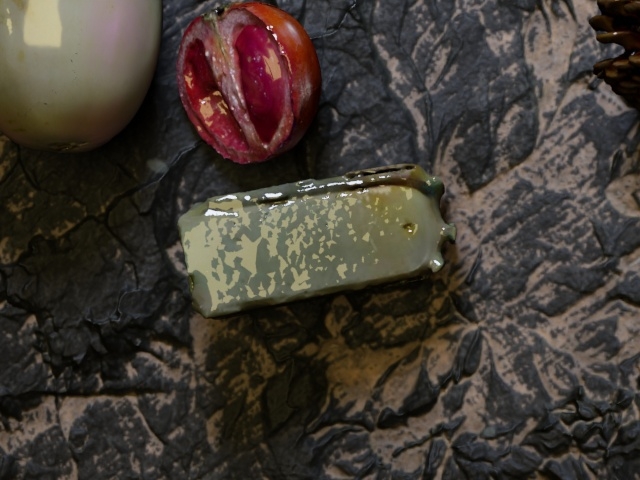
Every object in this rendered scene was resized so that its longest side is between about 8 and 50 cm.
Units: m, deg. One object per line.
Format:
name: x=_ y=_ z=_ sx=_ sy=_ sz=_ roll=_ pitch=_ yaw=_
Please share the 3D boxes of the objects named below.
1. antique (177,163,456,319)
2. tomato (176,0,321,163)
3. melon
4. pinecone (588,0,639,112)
antique: x=0.000 y=0.000 z=1.534 sx=0.284 sy=0.150 sz=0.125 roll=-11 pitch=87 yaw=3
tomato: x=-0.062 y=-0.176 z=1.575 sx=0.189 sy=0.099 sz=0.173 roll=-6 pitch=101 yaw=50
melon: x=-0.279 y=-0.253 z=1.560 sx=0.223 sy=0.223 sz=0.317 roll=-5 pitch=79 yaw=12
pinecone: x=0.386 y=-0.238 z=1.410 sx=0.246 sy=0.246 sz=0.292 roll=10 pitch=85 yaw=13
